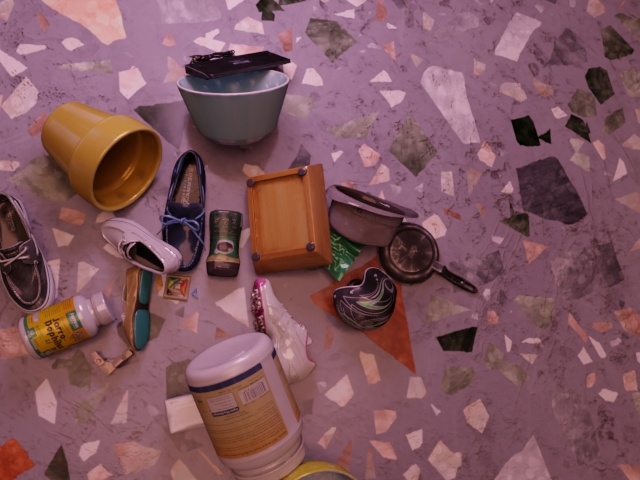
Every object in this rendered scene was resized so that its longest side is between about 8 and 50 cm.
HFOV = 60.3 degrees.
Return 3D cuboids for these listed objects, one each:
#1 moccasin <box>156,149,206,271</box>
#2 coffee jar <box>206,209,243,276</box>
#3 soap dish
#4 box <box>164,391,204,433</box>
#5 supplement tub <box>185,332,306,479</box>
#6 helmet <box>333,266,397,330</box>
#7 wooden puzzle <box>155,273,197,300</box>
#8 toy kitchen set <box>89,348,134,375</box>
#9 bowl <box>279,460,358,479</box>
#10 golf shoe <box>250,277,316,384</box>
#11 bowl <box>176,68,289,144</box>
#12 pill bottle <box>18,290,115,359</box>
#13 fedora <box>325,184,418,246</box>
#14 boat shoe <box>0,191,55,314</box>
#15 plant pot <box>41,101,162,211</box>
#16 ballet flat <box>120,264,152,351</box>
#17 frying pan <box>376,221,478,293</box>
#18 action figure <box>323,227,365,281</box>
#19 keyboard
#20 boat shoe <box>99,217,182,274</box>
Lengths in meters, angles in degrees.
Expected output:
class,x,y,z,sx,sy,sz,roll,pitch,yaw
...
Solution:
class,x,y,z,sx,sy,sz,roll,pitch,yaw
moccasin,-0.388,-0.088,1.530,0.137,0.117,0.343,-1,79,-10
coffee jar,-0.270,0.010,1.549,0.096,0.079,0.185,5,76,-12
soap dish,-0.095,-0.064,1.539,0.228,0.118,0.291,-9,79,15
box,-0.344,0.442,1.429,0.101,0.101,0.087,-11,80,-12
supplement tub,-0.177,0.414,1.364,0.228,0.228,0.317,-22,99,-14
helmet,0.123,0.171,1.542,0.169,0.169,0.161,40,58,0
wooden puzzle,-0.401,0.130,1.534,0.116,0.014,0.079,1,78,-10
toy kitchen set,-0.548,0.300,1.441,0.083,0.068,0.075,-42,87,-16
bowl,-0.034,0.673,1.390,0.289,0.156,0.290,-4,100,-20
golf shoe,-0.105,0.245,1.521,0.140,0.115,0.307,-14,88,-21
bowl,-0.239,-0.375,1.556,0.311,0.312,0.163,-8,120,-12
pill bottle,-0.647,0.212,1.418,0.208,0.117,0.118,-23,83,-14
fedora,0.131,-0.061,1.585,0.275,0.244,0.125,19,104,1
boat shoe,-0.795,0.034,1.429,0.121,0.119,0.336,-22,82,-14
plant pot,-0.598,-0.245,1.474,0.238,0.254,0.254,33,74,13
ballet flat,-0.500,0.181,1.485,0.073,0.080,0.233,-3,74,18
frying pan,0.310,0.085,1.656,0.197,0.053,0.326,-39,84,-15
action figure,0.000,0.000,1.609,0.232,0.063,0.137,36,76,5
keyboard,-0.260,-0.523,1.627,0.201,0.033,0.317,31,40,33
boat shoe,-0.495,0.014,1.471,0.257,0.084,0.095,22,108,13
